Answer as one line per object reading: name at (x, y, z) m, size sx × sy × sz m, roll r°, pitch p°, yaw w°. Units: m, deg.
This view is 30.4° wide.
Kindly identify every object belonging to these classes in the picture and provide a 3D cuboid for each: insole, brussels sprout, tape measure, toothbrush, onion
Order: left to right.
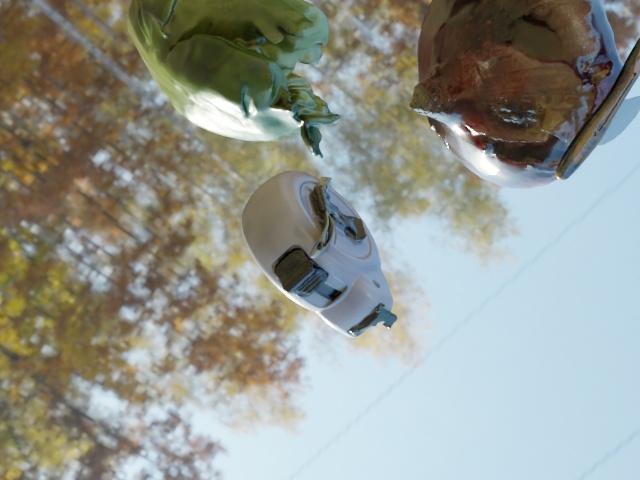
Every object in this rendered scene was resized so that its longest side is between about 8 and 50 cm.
brussels sprout at (-0.067, -0.128, 0.859) m, size 0.139 × 0.181 × 0.100 m, roll 84°, pitch 29°, yaw -62°
tape measure at (-0.002, 0.001, 1.368) m, size 0.105 × 0.178 × 0.196 m, roll -42°, pitch -137°, yaw 25°
onion at (0.193, -0.175, 1.295) m, size 0.195 × 0.272 × 0.272 m, roll -30°, pitch -163°, yaw -28°
insole at (0.373, -0.156, 1.500) m, size 0.086 × 0.005 × 0.253 m, roll -50°, pitch 164°, yaw 17°
toothbrush at (0.327, -0.192, 1.184) m, size 0.321 × 0.023 × 0.031 m, roll -55°, pitch -160°, yaw -3°
